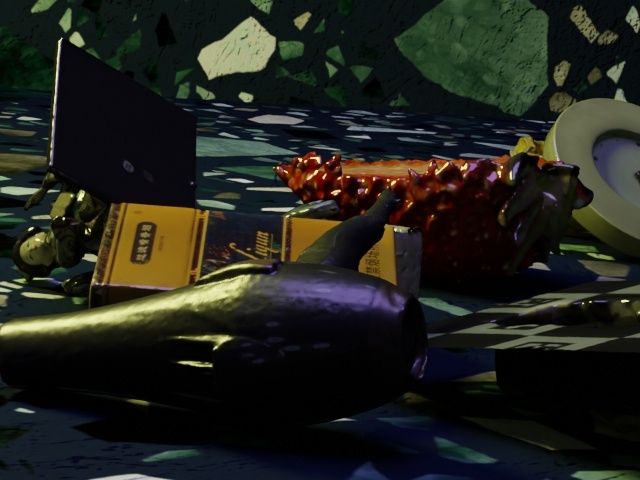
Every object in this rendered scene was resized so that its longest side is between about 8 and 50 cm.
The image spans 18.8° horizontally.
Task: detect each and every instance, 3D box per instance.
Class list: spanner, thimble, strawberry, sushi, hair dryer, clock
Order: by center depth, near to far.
[{"bbox_3d":[0.250,0.099,1.385,0.296,0.100,0.373,-12,6,-42],"label":"sushi"},{"bbox_3d":[-0.035,0.032,1.408,0.304,0.120,0.359,-5,18,24],"label":"hair dryer"},{"bbox_3d":[0.033,0.028,1.675,0.102,0.090,0.115,7,7,25],"label":"thimble"},{"bbox_3d":[-0.106,0.006,1.697,0.254,0.015,0.054,-17,7,0],"label":"spanner"},{"bbox_3d":[0.109,-0.024,1.962,0.306,0.137,0.233,0,3,32],"label":"strawberry"},{"bbox_3d":[0.365,-0.070,2.232,0.235,0.029,0.235,16,44,-16],"label":"clock"}]

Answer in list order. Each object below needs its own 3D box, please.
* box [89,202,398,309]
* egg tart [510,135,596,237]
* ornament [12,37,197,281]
[{"bbox_3d":[-0.058,0.038,1.535,0.237,0.070,0.152,7,26,-2],"label":"box"},{"bbox_3d":[0.328,-0.061,2.355,0.241,0.106,0.241,8,12,-2],"label":"egg tart"},{"bbox_3d":[-0.225,-0.032,1.697,0.153,0.196,0.166,28,41,-30],"label":"ornament"}]
